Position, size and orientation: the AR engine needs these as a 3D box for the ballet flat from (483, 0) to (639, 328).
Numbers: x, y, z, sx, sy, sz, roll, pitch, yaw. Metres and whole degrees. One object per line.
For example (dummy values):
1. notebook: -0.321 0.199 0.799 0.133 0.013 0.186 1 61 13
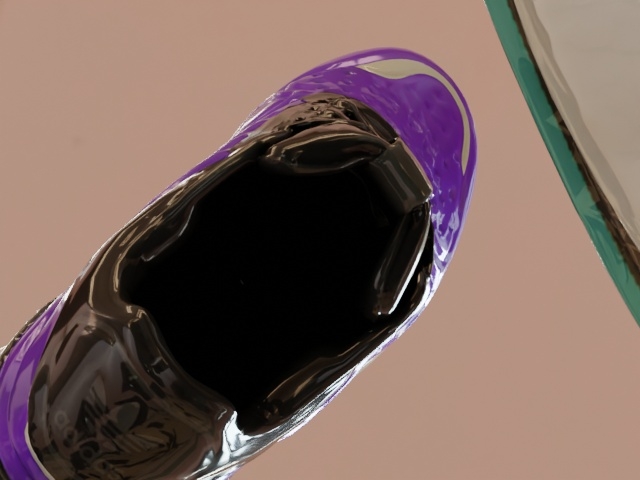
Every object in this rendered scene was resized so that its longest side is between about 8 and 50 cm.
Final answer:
1. ballet flat: 0.078 -0.143 0.503 0.139 0.400 0.139 -25 175 -2

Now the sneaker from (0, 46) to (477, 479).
1. sneaker: 0.000 0.001 0.685 0.102 0.146 0.293 46 -135 -3
